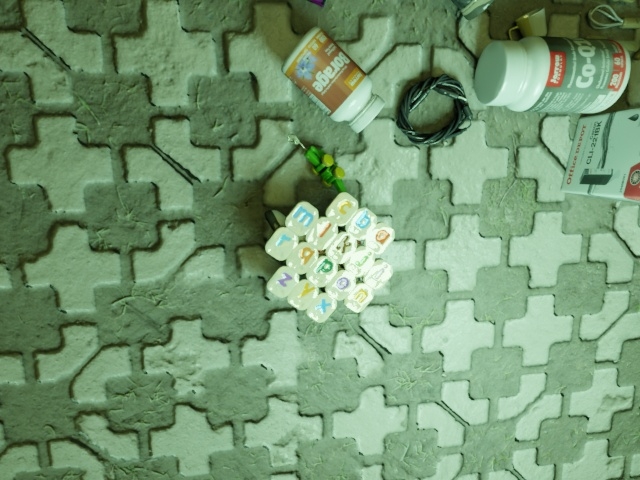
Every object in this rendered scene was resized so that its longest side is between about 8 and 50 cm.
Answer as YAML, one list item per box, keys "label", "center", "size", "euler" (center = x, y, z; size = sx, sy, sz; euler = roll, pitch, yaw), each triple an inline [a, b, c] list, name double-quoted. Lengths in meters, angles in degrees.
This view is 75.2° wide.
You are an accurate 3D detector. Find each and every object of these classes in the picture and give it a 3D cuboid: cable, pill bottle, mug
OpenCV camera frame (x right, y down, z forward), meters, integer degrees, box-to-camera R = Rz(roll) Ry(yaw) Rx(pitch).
- label: "cable"
  center: [0.265, -0.307, 0.981]
  size: [0.185, 0.047, 0.150]
  euler: [-18, 102, -4]
- label: "pill bottle"
  center: [0.517, -0.375, 0.945]
  size: [0.284, 0.161, 0.161]
  euler: [-2, 101, -8]
- label: "pill bottle"
  center: [0.032, -0.340, 0.902]
  size: [0.216, 0.121, 0.121]
  euler: [40, 93, -13]
- label: "mug"
  center: [0.494, -0.499, 0.981]
  size: [0.062, 0.078, 0.064]
  euler: [-45, 116, -32]

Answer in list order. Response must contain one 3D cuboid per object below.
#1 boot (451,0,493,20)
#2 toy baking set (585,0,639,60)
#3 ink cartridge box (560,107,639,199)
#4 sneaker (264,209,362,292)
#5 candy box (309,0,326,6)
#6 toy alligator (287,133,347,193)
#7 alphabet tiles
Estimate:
- label: "boot"
  center: [0.327, -0.711, 0.874]
  size: [0.284, 0.138, 0.377]
  euler: [29, 101, -12]
- label: "toy baking set"
  center: [0.760, -0.547, 1.020]
  size: [0.197, 0.030, 0.256]
  euler: [32, 94, -10]
- label: "ink cartridge box"
  center: [0.709, -0.190, 0.954]
  size: [0.114, 0.273, 0.196]
  euler: [9, 99, -6]
- label: "sneaker"
  center: [0.000, 0.000, 0.979]
  size: [0.145, 0.090, 0.270]
  euler: [-39, 107, -1]
- label: "candy box"
  center: [-0.021, -0.642, 0.863]
  size: [0.159, 0.071, 0.233]
  euler: [18, 97, -11]
- label: "toy alligator"
  center: [0.003, -0.186, 0.966]
  size: [0.189, 0.056, 0.051]
  euler: [46, 49, -12]
- label: "alphabet tiles"
  center: [0.024, 0.042, 0.937]
  size: [0.284, 0.021, 0.278]
  euler: [36, 97, -18]
